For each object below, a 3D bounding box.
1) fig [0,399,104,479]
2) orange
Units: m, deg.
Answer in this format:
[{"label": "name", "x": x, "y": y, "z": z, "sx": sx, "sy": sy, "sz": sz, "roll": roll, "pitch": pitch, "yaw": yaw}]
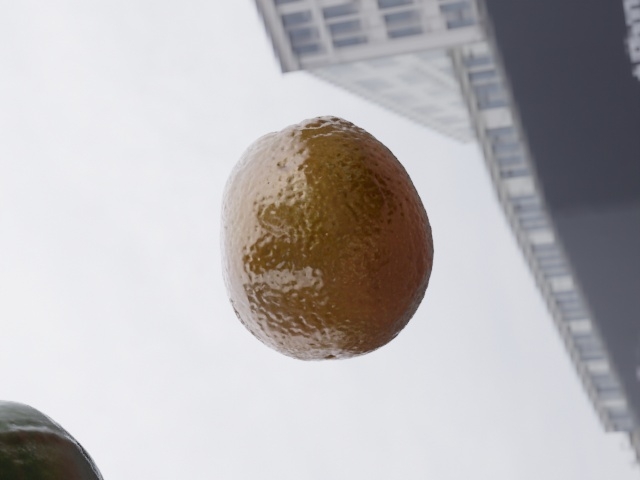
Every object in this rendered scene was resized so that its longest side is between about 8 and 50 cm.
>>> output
[{"label": "fig", "x": -0.255, "y": 0.195, "z": 1.053, "sx": 0.245, "sy": 0.195, "sz": 0.195, "roll": 44, "pitch": -136, "yaw": -44}, {"label": "orange", "x": 0.000, "y": 0.000, "z": 0.509, "sx": 0.085, "sy": 0.085, "sz": 0.085, "roll": -6, "pitch": -90, "yaw": -68}]
